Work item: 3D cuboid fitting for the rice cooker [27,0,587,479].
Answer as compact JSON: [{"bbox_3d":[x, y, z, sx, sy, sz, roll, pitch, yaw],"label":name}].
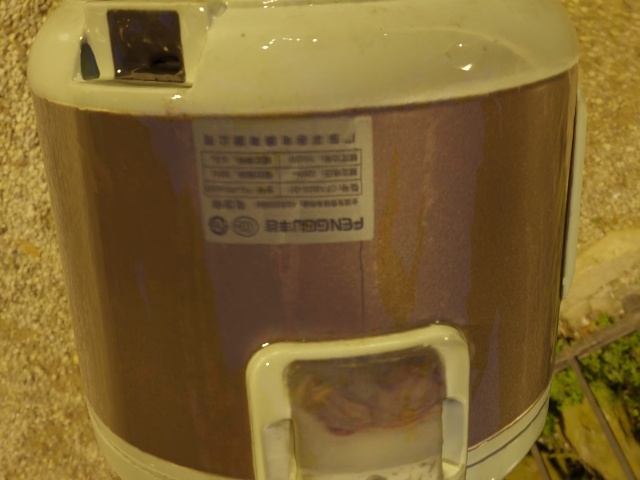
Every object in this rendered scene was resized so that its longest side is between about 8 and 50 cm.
[{"bbox_3d":[0.000,0.000,0.483,0.334,0.335,0.326,-4,111,-4],"label":"rice cooker"}]
